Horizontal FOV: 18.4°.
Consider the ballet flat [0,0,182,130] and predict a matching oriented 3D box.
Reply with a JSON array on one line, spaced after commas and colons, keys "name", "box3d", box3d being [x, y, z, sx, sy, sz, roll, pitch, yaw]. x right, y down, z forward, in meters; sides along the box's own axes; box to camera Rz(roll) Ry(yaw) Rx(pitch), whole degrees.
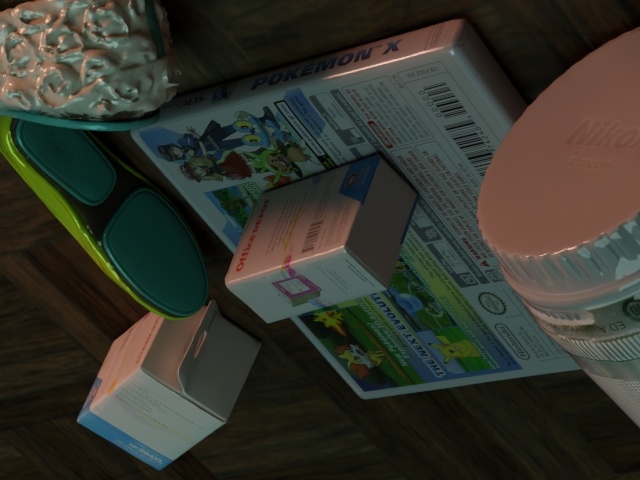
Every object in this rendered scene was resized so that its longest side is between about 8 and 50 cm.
[{"name": "ballet flat", "box3d": [-0.287, -0.160, 1.420, 0.409, 0.147, 0.147, 4, 139, 19]}]

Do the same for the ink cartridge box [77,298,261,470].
[{"name": "ink cartridge box", "box3d": [-0.124, 0.116, 1.674, 0.090, 0.092, 0.143, 34, 142, -15]}]

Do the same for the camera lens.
[{"name": "camera lens", "box3d": [0.258, 0.021, 1.251, 0.219, 0.219, 0.274, -20, 126, 42]}]

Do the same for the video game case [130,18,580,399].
[{"name": "video game case", "box3d": [0.065, -0.008, 1.471, 0.300, 0.036, 0.329, -12, 132, 37]}]

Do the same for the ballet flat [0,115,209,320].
[{"name": "ballet flat", "box3d": [-0.175, -0.029, 1.552, 0.231, 0.077, 0.077, 49, 157, -26]}]

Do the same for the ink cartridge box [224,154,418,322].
[{"name": "ink cartridge box", "box3d": [0.000, 0.000, 1.409, 0.122, 0.088, 0.052, -16, 132, 41]}]
